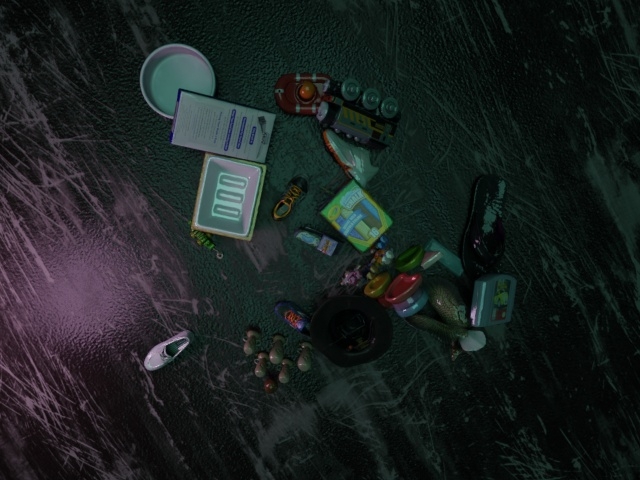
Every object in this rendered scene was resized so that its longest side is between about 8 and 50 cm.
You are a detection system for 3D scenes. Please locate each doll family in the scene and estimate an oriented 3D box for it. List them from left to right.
[{"bbox_3d":[0.197,0.095,1.887,0.118,0.163,0.263,39,87,-7],"label":"doll family"}]

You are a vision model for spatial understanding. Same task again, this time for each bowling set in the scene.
[{"bbox_3d":[-0.184,0.471,1.928,0.287,0.154,0.199,21,112,-6],"label":"bowling set"}]

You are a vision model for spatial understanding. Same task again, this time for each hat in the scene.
[{"bbox_3d":[0.115,0.321,1.917,0.332,0.134,0.331,-2,113,-4],"label":"hat"}]

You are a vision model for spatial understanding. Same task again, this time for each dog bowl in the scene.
[{"bbox_3d":[-0.510,-0.570,1.811,0.265,0.104,0.264,0,96,-3],"label":"dog bowl"}]

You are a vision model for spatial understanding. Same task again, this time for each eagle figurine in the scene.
[{"bbox_3d":[0.472,0.315,1.914,0.225,0.226,0.298,-34,102,21],"label":"eagle figurine"}]

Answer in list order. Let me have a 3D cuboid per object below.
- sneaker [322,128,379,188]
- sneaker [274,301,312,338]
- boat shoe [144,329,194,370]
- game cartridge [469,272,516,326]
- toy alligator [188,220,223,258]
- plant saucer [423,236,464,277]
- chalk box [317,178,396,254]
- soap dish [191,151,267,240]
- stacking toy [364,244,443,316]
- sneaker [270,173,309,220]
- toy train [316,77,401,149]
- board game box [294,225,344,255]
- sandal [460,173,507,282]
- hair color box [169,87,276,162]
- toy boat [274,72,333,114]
[{"bbox_3d":[0.116,-0.329,1.884,0.121,0.099,0.262,-41,104,-6],"label":"sneaker"},{"bbox_3d":[-0.080,0.312,1.928,0.221,0.087,0.083,33,92,-6],"label":"sneaker"},{"bbox_3d":[-0.592,0.425,1.914,0.226,0.076,0.083,-40,96,1],"label":"boat shoe"},{"bbox_3d":[0.664,0.220,1.888,0.294,0.060,0.195,3,92,-47],"label":"game cartridge"},{"bbox_3d":[-0.440,-0.001,1.895,0.056,0.051,0.189,-40,96,1],"label":"toy alligator"},{"bbox_3d":[0.499,0.067,1.974,0.192,0.018,0.067,36,92,-5],"label":"plant saucer"},{"bbox_3d":[0.107,-0.115,1.852,0.179,0.180,0.289,-44,97,2],"label":"chalk box"},{"bbox_3d":[-0.339,-0.163,1.853,0.229,0.118,0.290,12,95,-4],"label":"soap dish"},{"bbox_3d":[0.338,0.162,1.851,0.279,0.309,0.130,-43,104,-9],"label":"stacking toy"},{"bbox_3d":[-0.112,-0.159,1.884,0.084,0.083,0.214,32,91,-4],"label":"sneaker"},{"bbox_3d":[0.142,-0.461,1.809,0.334,0.142,0.190,15,97,-29],"label":"toy train"},{"bbox_3d":[0.000,0.000,1.849,0.194,0.194,0.060,25,93,-6],"label":"board game box"},{"bbox_3d":[0.643,-0.035,1.925,0.168,0.107,0.445,1,95,-6],"label":"sandal"},{"bbox_3d":[-0.347,-0.406,1.769,0.339,0.110,0.185,9,107,-22],"label":"hair color box"},{"bbox_3d":[-0.054,-0.543,1.816,0.231,0.151,0.150,-1,95,-3],"label":"toy boat"}]
